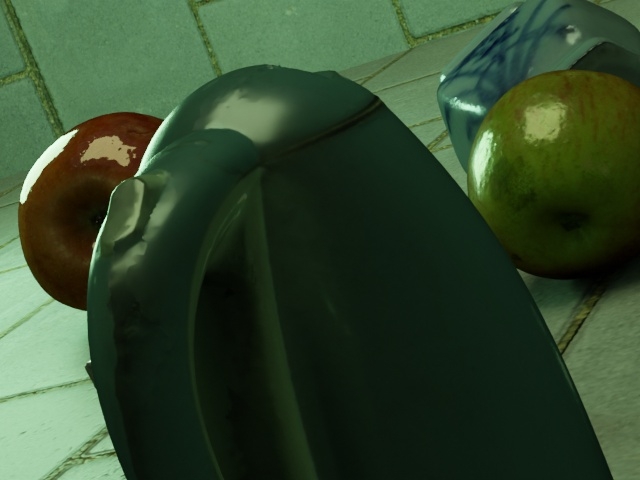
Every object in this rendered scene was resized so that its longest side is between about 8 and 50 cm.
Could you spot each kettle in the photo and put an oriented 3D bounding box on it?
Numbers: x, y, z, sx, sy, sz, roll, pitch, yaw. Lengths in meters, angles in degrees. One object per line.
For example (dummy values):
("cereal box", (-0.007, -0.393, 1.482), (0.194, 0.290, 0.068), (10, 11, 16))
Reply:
("kettle", (-0.003, 0.079, 0.874), (0.247, 0.342, 0.319), (-14, 14, 26))

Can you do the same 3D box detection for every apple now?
("apple", (-0.249, -0.032, 2.037), (0.272, 0.251, 0.206), (-4, 17, 17))
("apple", (0.228, -0.057, 1.474), (0.196, 0.196, 0.196), (-20, 12, 4))

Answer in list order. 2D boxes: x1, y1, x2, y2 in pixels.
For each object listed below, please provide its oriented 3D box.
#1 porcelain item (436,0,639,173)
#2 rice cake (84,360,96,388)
("porcelain item", (0.250, -0.157, 1.787), (0.242, 0.178, 0.405), (-43, 12, 5))
("rice cake", (-0.080, 0.094, 1.528), (0.298, 0.106, 0.050), (-30, 4, -36))
